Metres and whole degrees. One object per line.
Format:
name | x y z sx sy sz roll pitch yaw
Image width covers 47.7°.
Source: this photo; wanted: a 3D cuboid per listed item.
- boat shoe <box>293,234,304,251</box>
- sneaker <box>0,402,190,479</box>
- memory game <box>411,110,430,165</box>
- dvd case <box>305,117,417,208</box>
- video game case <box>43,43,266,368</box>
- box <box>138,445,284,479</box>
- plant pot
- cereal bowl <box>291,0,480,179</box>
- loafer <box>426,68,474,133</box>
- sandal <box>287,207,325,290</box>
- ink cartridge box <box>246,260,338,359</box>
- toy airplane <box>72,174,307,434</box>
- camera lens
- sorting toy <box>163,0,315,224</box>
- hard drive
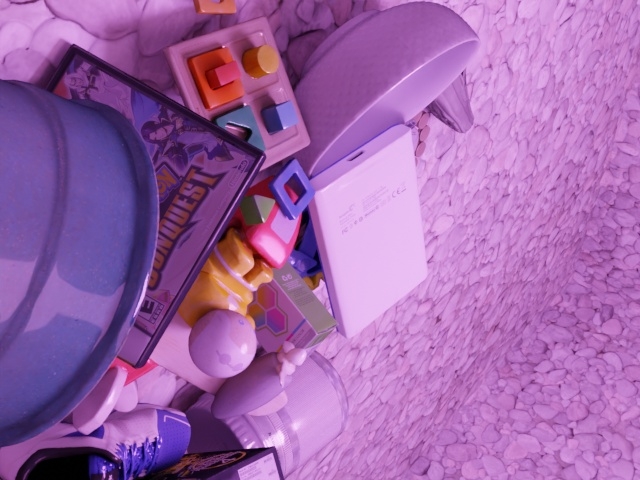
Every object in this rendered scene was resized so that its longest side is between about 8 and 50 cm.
boat shoe | -0.004 -0.012 1.386 0.133 0.042 0.049 -55 148 -9
sneaker | -0.307 0.320 1.021 0.315 0.182 0.127 12 95 -45
memory game | 0.170 -0.192 1.508 0.186 0.012 0.186 -36 144 -33
dvd case | 0.064 -0.125 1.294 0.164 0.018 0.221 -36 175 -34
video game case | -0.235 -0.039 0.799 0.275 0.248 0.035 -60 178 -3
box | -0.293 0.425 1.102 0.395 0.318 0.097 -10 82 -52
plant pot | -0.369 -0.026 0.563 0.334 0.341 0.341 28 93 -52
cereal bowl | 0.071 -0.246 1.117 0.339 0.141 0.339 -38 175 -4
loafer | 0.246 -0.310 1.413 0.111 0.112 0.319 -50 150 3
sandal | 0.000 0.000 1.286 0.317 0.126 0.138 -30 121 -25
ink cartridge box | -0.079 0.096 1.174 0.062 0.209 0.109 -17 153 -52
toy airplane | -0.193 0.113 0.975 0.386 0.272 0.384 -8 114 -33
camera lens | -0.097 0.339 1.390 0.274 0.219 0.219 -27 138 -43
sorting toy | -0.089 -0.181 0.911 0.196 0.047 0.347 -36 112 -45
hard drive | 0.086 -0.009 1.217 0.210 0.040 0.318 -35 134 -25
